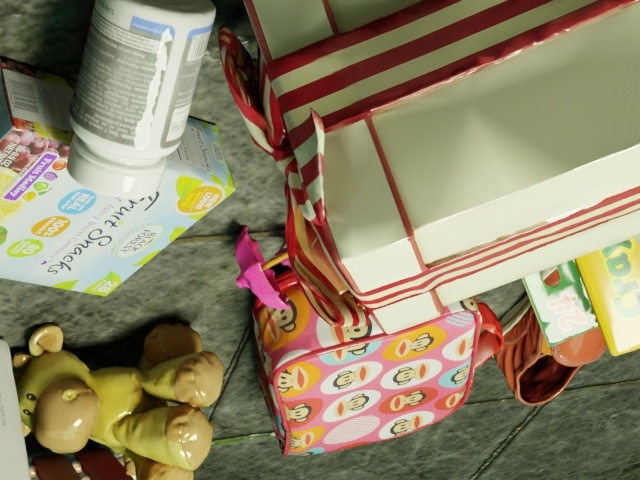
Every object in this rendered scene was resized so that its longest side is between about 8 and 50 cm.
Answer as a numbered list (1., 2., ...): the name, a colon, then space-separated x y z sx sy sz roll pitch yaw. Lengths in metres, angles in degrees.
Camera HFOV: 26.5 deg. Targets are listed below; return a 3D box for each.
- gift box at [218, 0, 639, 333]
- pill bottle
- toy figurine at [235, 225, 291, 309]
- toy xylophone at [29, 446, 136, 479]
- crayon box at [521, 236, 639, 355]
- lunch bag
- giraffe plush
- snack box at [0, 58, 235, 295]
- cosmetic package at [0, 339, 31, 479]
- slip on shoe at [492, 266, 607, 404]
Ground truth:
1. gift box: 0.073 -0.104 0.878 0.258 0.255 0.276 -21 158 5
2. pill bottle: -0.123 -0.102 0.899 0.078 0.078 0.137 2 120 -32
3. toy figurine: 0.000 0.000 1.208 0.159 0.130 0.173 -23 180 41
4. toy xylophone: -0.315 0.278 1.435 0.323 0.081 0.236 -3 -176 -26
5. crayon box: 0.321 -0.031 1.194 0.318 0.202 0.081 -22 -166 9
6. lunch bag: 0.065 0.115 1.407 0.258 0.120 0.293 -13 152 -8
7. giraffe plush: -0.217 0.157 1.326 0.170 0.181 0.210 14 175 -29
8. snack box: -0.199 -0.039 1.035 0.207 0.070 0.174 12 140 -45
9. cosmetic package: -0.461 0.227 1.246 0.365 0.197 0.155 -25 152 20
10. slip on shoe: 0.281 0.082 1.478 0.123 0.101 0.331 -4 151 -21
